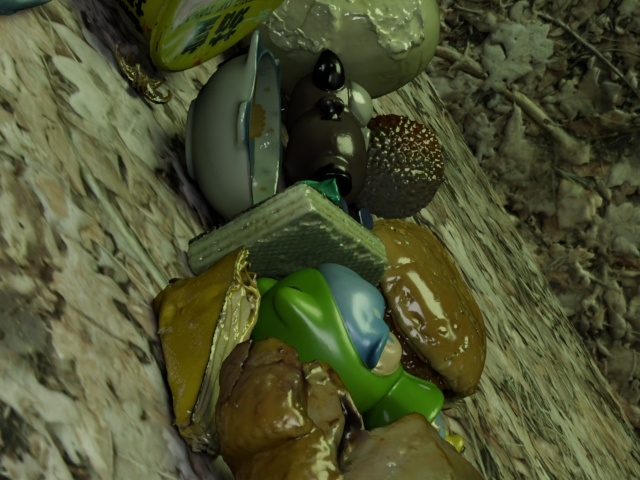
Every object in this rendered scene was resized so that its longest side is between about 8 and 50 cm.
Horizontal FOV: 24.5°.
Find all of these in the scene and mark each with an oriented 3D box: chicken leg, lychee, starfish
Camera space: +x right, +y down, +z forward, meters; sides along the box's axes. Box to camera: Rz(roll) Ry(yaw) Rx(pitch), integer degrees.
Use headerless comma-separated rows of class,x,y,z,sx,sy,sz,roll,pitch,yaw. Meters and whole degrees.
chicken leg,-0.018,0.218,1.158,0.409,0.182,0.295,-17,77,-59
lychee,0.110,-0.111,2.237,0.197,0.165,0.165,17,40,-47
starfish,-0.200,-0.185,1.642,0.091,0.028,0.078,47,9,-28

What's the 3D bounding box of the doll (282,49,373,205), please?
doll,0.008,-0.133,1.985,0.117,0.182,0.257,10,39,-4

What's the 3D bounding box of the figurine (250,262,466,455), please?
figurine,0.037,0.132,1.472,0.263,0.143,0.162,46,-4,-16

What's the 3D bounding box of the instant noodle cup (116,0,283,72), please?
instant noodle cup,-0.156,-0.394,1.696,0.254,0.325,0.325,46,12,10

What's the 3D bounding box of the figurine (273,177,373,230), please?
figurine,0.000,0.000,1.661,0.195,0.111,0.102,76,-11,-61

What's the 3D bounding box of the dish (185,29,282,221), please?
dish,-0.100,-0.122,1.636,0.236,0.086,0.228,80,14,-60

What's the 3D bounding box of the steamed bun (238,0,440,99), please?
steamed bun,-0.005,-0.326,2.153,0.334,0.233,0.312,42,-19,16

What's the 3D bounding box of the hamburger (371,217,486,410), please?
hamburger,0.122,0.093,1.891,0.259,0.145,0.283,54,8,1

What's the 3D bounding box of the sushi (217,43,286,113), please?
sushi,-0.088,-0.206,2.020,0.084,0.056,0.083,63,8,27

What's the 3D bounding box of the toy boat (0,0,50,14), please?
toy boat,-0.309,-0.335,1.416,0.215,0.123,0.330,57,15,4

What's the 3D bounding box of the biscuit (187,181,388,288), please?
biscuit,-0.017,0.028,1.545,0.252,0.150,0.052,36,32,-58

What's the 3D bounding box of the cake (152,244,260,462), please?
cake,-0.080,0.094,1.281,0.080,0.116,0.185,49,11,-36
